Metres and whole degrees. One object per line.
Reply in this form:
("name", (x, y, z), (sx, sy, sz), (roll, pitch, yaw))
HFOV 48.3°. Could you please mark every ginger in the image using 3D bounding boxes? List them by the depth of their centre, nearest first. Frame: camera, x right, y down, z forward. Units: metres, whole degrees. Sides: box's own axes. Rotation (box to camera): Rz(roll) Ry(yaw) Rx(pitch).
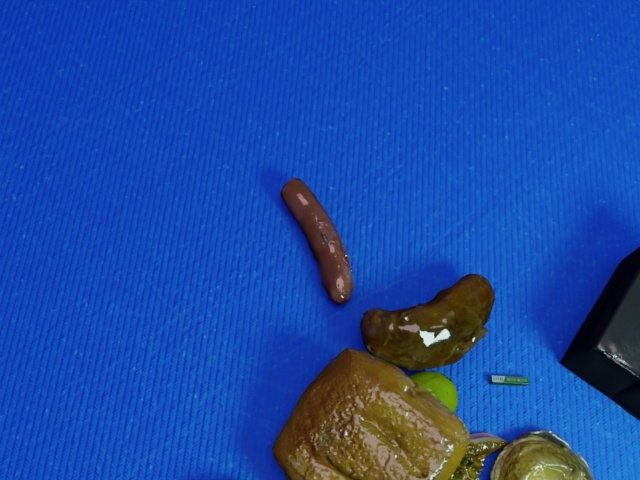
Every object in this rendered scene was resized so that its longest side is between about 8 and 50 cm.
("ginger", (0.246, 0.191, 1.547), (0.321, 0.165, 0.172), (-17, 76, -16))

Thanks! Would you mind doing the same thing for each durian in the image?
("durian", (0.296, 0.448, 1.482), (0.224, 0.078, 0.140), (-17, 68, -9))

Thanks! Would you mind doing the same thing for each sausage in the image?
("sausage", (0.001, -0.001, 1.661), (0.087, 0.079, 0.326), (-19, 70, -22))

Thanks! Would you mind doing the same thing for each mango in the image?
("mango", (0.207, 0.347, 1.512), (0.178, 0.100, 0.119), (-25, 74, -2))

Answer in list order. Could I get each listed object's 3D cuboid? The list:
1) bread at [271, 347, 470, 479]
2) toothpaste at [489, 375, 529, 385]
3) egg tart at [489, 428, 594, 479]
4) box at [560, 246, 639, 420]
("bread", (0.084, 0.408, 1.403), (0.328, 0.148, 0.337), (39, 91, 13))
("toothpaste", (0.418, 0.311, 1.579), (0.083, 0.020, 0.017), (3, 65, -2))
("egg tart", (0.466, 0.514, 1.453), (0.232, 0.098, 0.252), (-8, 72, -10))
("box", (0.733, 0.196, 1.546), (0.251, 0.204, 0.345), (35, 69, 11))
